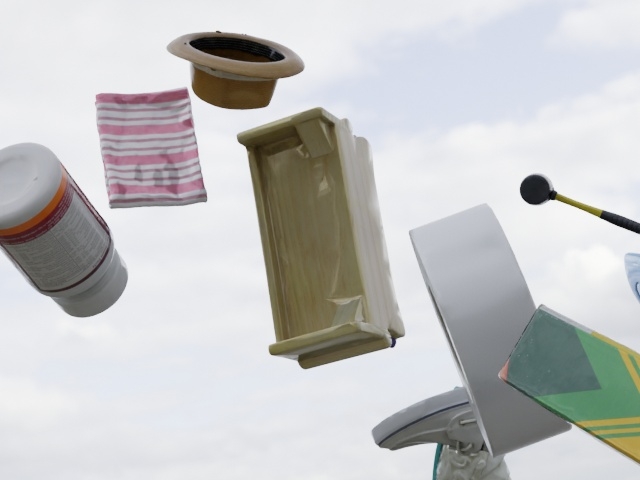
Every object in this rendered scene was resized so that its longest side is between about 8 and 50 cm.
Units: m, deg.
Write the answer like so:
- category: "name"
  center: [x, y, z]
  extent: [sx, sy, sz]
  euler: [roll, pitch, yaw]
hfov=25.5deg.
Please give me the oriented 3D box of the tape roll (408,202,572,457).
- category: "tape roll"
  center: [0.196, 0.104, 1.639]
  extent: [0.100, 0.286, 0.286]
  euler: [-21, -15, 1]

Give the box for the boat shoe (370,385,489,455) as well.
- category: "boat shoe"
  center: [0.204, 0.246, 1.901]
  extent: [0.268, 0.088, 0.096]
  euler: [-16, -19, -7]

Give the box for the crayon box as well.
- category: "crayon box"
  center: [0.316, 0.172, 1.154]
  extent: [0.202, 0.081, 0.318]
  euler: [32, -2, -32]

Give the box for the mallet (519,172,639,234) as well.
- category: "mallet"
  center: [0.319, -0.033, 1.646]
  extent: [0.190, 0.039, 0.062]
  euler: [23, 8, 19]

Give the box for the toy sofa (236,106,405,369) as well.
- category: "toy sofa"
  center: [0.000, 0.000, 2.104]
  extent: [0.150, 0.362, 0.177]
  euler: [-17, -17, 22]

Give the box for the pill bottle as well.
- category: "pill bottle"
  center: [-0.321, -0.007, 1.699]
  extent: [0.121, 0.121, 0.221]
  euler: [-16, -39, 11]

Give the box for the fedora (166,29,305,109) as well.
- category: "fedora"
  center: [-0.119, -0.229, 1.943]
  extent: [0.194, 0.079, 0.194]
  euler: [7, 23, -3]

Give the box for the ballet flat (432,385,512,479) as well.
- category: "ballet flat"
  center: [0.227, 0.417, 2.142]
  extent: [0.147, 0.408, 0.147]
  euler: [10, 14, -3]

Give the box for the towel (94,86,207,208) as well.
- category: "towel"
  center: [-0.248, -0.135, 2.057]
  extent: [0.144, 0.197, 0.029]
  euler: [-6, -28, -12]

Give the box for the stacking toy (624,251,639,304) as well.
- category: "stacking toy"
  center: [0.667, 0.027, 2.310]
  extent: [0.302, 0.175, 0.166]
  euler: [-32, 6, -4]
